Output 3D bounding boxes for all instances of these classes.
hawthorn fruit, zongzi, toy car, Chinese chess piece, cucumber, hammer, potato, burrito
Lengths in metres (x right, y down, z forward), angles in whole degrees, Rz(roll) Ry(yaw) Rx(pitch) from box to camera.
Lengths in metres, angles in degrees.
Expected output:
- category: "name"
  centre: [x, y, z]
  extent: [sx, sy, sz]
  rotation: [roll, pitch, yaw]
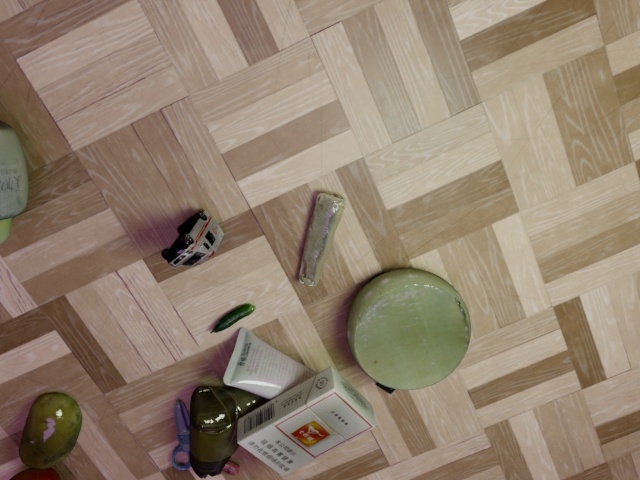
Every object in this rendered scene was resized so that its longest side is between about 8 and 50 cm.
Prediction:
- category: "hawthorn fruit"
  centre: [-0.855, 0.763, 1.841]
  extent: [0.204, 0.162, 0.162]
  rotation: [-26, 112, -12]
- category: "zongzi"
  centre: [-0.239, 0.564, 1.814]
  extent: [0.318, 0.154, 0.289]
  rotation: [-7, 126, -23]
- category: "toy car"
  centre: [-0.321, 0.012, 1.535]
  extent: [0.089, 0.209, 0.108]
  rotation: [-33, 109, 21]
- category: "Chinese chess piece"
  centre: [0.246, 0.248, 1.692]
  extent: [0.350, 0.146, 0.349]
  rotation: [-1, 108, -4]
- category: "cucumber"
  centre: [-0.253, 0.222, 1.716]
  extent: [0.155, 0.037, 0.037]
  rotation: [-32, 110, 7]
- category: "hammer"
  centre: [-0.299, 0.719, 1.910]
  extent: [0.083, 0.043, 0.043]
  rotation: [29, 107, -15]
- category: "potato"
  centre: [-0.817, 0.589, 1.787]
  extent: [0.160, 0.111, 0.271]
  rotation: [23, 108, -10]
- category: "burrito"
  centre: [0.000, 0.000, 1.634]
  extent: [0.082, 0.059, 0.275]
  rotation: [14, 110, -2]

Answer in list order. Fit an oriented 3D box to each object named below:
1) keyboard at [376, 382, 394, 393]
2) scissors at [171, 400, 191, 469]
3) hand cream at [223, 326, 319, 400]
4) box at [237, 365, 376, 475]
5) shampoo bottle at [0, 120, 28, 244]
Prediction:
- category: "keyboard"
  centre: [0.255, 0.384, 1.827]
  extent: [0.061, 0.013, 0.204]
  rotation: [34, 106, -15]
- category: "scissors"
  centre: [-0.417, 0.608, 1.862]
  extent: [0.125, 0.030, 0.256]
  rotation: [-8, 114, -3]
- category: "hand cream"
  centre: [-0.107, 0.407, 1.743]
  extent: [0.359, 0.185, 0.118]
  rotation: [31, 139, -18]
- category: "box"
  centre: [-0.040, 0.510, 1.676]
  extent: [0.330, 0.095, 0.210]
  rotation: [-33, 121, 14]
- category: "shampoo bottle"
  centre: [-0.849, -0.147, 1.377]
  extent: [0.323, 0.322, 0.317]
  rotation: [8, 102, -7]
